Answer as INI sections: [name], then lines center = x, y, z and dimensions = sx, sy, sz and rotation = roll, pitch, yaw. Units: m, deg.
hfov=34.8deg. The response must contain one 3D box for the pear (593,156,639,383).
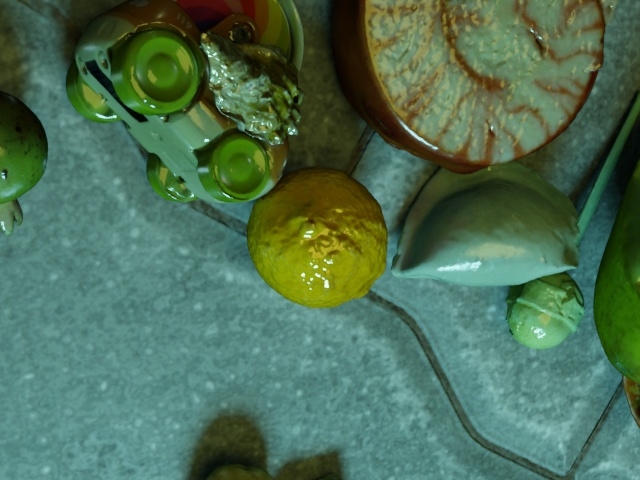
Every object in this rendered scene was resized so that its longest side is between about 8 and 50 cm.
[pear]
center = 0.452, 0.052, 1.130
dimensions = 0.318, 0.342, 0.238
rotation = -35, 144, -14

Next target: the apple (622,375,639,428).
[apple]
center = 0.447, 0.184, 1.255
dimensions = 0.139, 0.163, 0.163
rotation = -3, 105, -10

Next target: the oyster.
[oyster]
center = -0.061, -0.145, 0.907
dimensions = 0.045, 0.121, 0.146
rotation = -25, 121, 26

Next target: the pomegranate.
[pomegranate]
center = -0.301, -0.067, 0.928
dimensions = 0.114, 0.114, 0.142
rotation = -17, 133, -17

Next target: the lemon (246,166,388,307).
[lemon]
center = 0.000, 0.000, 1.035
dimensions = 0.142, 0.142, 0.187
rotation = -44, 157, -6

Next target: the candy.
[candy]
center = 0.311, -0.028, 1.200
dimensions = 0.093, 0.092, 0.335
rotation = 26, 84, -6

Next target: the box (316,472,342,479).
[box]
center = -0.004, 0.320, 1.170
dimensions = 0.083, 0.035, 0.079
rotation = -18, 109, -28

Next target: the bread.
[bread]
center = 0.159, -0.240, 1.052
dimensions = 0.295, 0.114, 0.327
rotation = 20, 95, -24

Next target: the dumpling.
[dumpling]
center = 0.179, -0.013, 1.138
dimensions = 0.217, 0.149, 0.105
rotation = -9, 138, -3

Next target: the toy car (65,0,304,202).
[toy car]
center = -0.099, -0.161, 0.973
dimensions = 0.235, 0.145, 0.235
rotation = -2, 93, -34

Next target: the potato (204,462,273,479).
[potato]
center = -0.094, 0.325, 1.119
dimensions = 0.107, 0.080, 0.170
rotation = 2, 102, -35
